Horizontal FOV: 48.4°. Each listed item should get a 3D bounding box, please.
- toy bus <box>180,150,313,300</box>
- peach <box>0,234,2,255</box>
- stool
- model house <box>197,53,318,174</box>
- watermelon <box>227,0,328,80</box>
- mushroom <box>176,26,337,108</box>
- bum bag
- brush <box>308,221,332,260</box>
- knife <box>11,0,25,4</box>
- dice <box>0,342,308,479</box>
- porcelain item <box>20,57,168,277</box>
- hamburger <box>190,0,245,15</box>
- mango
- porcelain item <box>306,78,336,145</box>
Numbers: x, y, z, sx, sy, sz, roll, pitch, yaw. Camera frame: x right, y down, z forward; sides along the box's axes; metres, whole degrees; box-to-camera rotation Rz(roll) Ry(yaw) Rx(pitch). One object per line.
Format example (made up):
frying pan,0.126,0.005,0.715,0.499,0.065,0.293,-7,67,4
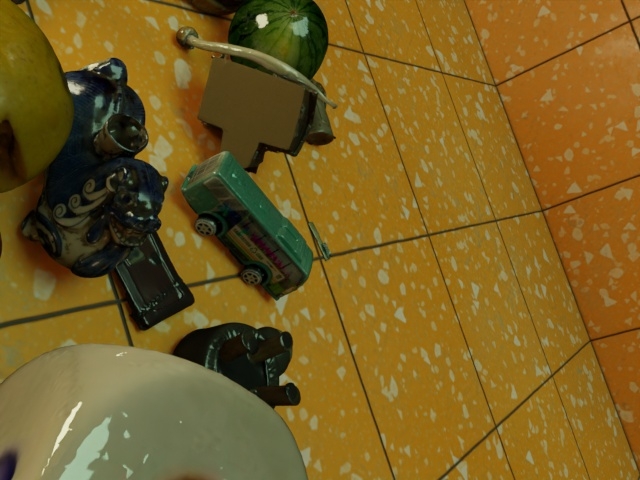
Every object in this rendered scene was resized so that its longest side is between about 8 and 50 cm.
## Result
toy bus,-0.115,-0.019,1.155,0.262,0.109,0.091,49,31,-27
peach,-0.391,0.008,0.707,0.152,0.152,0.152,32,47,-42
stool,-0.109,0.176,1.014,0.153,0.139,0.228,56,38,-19
model house,-0.108,-0.209,1.267,0.248,0.180,0.176,-40,149,-81
watermelon,-0.083,-0.368,1.331,0.188,0.214,0.188,6,73,-21
mushroom,-0.108,-0.303,1.227,0.306,0.043,0.068,23,10,2
bum bag,-0.250,0.040,1.003,0.109,0.026,0.159,-26,88,-57
brush,0.000,0.000,1.388,0.016,0.013,0.084,-33,97,-55
knife,-0.400,-0.414,1.057,0.035,0.018,0.247,43,39,-29
dice,-0.206,0.285,0.636,0.277,0.304,0.304,38,48,-28
porcelain item,-0.277,-0.101,0.887,0.138,0.186,0.288,19,52,-43
hamburger,-0.206,-0.574,1.315,0.259,0.144,0.283,3,67,-55
mango,-0.436,-0.186,0.732,0.365,0.182,0.253,24,42,-32
porcelain item,-0.020,-0.308,1.503,0.084,0.054,0.213,15,58,-53
